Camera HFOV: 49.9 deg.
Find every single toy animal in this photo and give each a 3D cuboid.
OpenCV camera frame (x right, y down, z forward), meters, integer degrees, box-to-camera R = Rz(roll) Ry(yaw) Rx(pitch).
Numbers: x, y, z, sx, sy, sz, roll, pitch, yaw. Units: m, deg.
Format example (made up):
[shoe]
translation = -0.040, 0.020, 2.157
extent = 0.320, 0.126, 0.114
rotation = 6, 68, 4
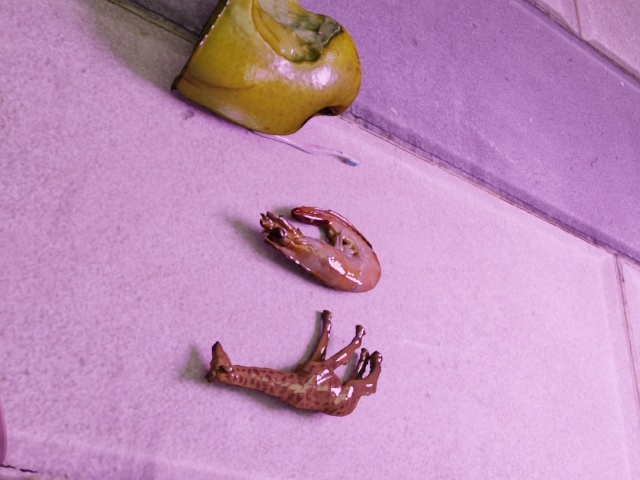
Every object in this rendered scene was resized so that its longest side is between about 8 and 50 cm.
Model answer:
[toy animal]
translation = -0.022, 0.175, 0.915
extent = 0.275, 0.054, 0.149
rotation = -13, 74, -40

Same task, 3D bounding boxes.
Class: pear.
[pear]
translation = -0.059, -0.263, 1.025
extent = 0.255, 0.164, 0.238
rotation = 35, 48, -18

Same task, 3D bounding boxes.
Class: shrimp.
[shrimp]
translation = 0.002, -0.001, 1.020
extent = 0.236, 0.053, 0.133
rotation = 25, 57, -30

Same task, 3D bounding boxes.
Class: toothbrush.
[toothbrush]
translation = -0.018, -0.152, 1.100
extent = 0.204, 0.022, 0.017
rotation = 15, 50, -31

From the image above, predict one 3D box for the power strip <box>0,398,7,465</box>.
[power strip]
translation = -0.344, 0.143, 0.617
extent = 0.078, 0.154, 0.154
rotation = -16, 79, -38
